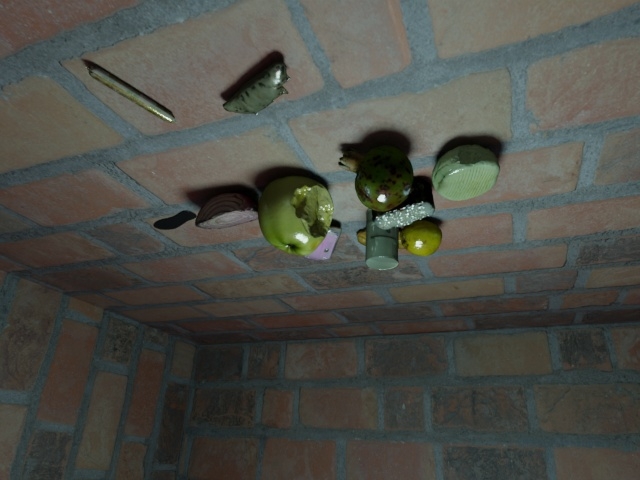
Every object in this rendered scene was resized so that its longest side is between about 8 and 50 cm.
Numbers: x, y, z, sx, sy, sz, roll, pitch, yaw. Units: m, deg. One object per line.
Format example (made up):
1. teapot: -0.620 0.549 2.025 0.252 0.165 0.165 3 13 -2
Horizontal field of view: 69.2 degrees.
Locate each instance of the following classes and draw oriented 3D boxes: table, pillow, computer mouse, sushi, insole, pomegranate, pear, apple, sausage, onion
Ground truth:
1. table: 0.234 -0.012 1.761 0.126 0.220 0.126 4 155 2
2. pillow: -0.157 -0.383 1.213 0.241 0.051 0.093 -22 140 39
3. computer mouse: 0.000 0.000 1.981 0.158 0.072 0.310 4 155 -6
4. sushi: 0.286 -0.128 1.619 0.225 0.127 0.124 -21 146 27
5. insole: -0.611 -0.082 1.949 0.253 0.005 0.086 -16 150 35
6. pomegranate: 0.170 -0.203 1.418 0.247 0.202 0.202 26 158 14
7. pear: 0.397 -0.009 1.839 0.162 0.149 0.149 4 155 -12
8. apple: -0.090 -0.090 1.613 0.278 0.279 0.279 2 155 1
9. sausage: -0.504 -0.390 1.255 0.032 0.033 0.269 -18 148 36
10. onion: -0.337 -0.119 1.743 0.249 0.111 0.247 -15 174 13

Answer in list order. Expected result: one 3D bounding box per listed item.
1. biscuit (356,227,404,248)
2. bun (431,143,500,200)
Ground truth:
1. biscuit: 0.280 -0.004 1.981 0.259 0.041 0.203 12 153 -14
2. bun: 0.447 -0.215 1.447 0.221 0.108 0.221 -5 153 -3
